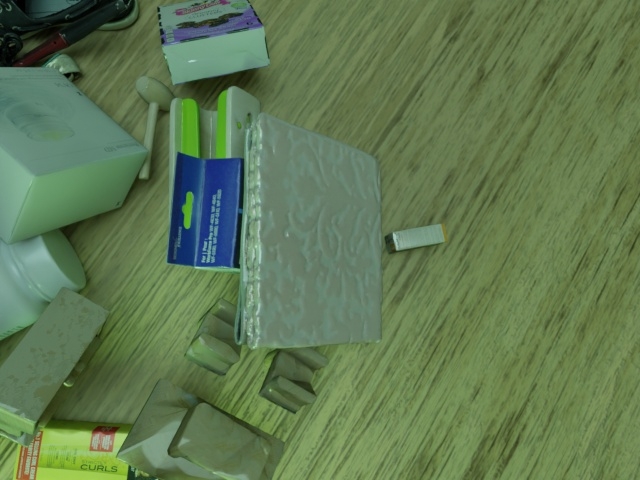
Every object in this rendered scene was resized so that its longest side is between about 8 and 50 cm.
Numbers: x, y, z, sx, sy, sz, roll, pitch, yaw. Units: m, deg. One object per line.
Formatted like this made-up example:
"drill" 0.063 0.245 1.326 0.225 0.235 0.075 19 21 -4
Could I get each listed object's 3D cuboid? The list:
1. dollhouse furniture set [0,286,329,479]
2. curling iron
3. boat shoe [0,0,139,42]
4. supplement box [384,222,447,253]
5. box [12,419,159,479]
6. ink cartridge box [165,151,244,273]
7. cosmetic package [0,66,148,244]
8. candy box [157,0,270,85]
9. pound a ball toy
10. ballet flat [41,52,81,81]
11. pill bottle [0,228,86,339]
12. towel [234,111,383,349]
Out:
"dollhouse furniture set" -0.254 0.272 0.735 0.394 0.256 0.362 33 54 -13
"curling iron" -0.456 -0.356 0.861 0.273 0.068 0.035 -15 59 9
"boat shoe" -0.505 -0.429 0.871 0.339 0.113 0.127 -1 83 -7
"supplement box" 0.174 -0.003 0.917 0.098 0.062 0.036 -10 84 -9
"box" -0.358 0.343 0.807 0.232 0.058 0.087 7 82 -5
"ink cartridge box" -0.078 -0.024 0.787 0.332 0.065 0.166 11 79 -48
"cosmetic package" -0.436 -0.142 0.760 0.224 0.224 0.138 42 118 3
"candy box" -0.190 -0.357 0.867 0.164 0.070 0.196 -15 44 -8
"pound a ball toy" -0.204 -0.128 0.873 0.208 0.135 0.319 -3 84 23
"ballet flat" -0.497 -0.262 0.880 0.052 0.057 0.168 45 80 -9
"pill bottle" -0.532 0.084 0.772 0.283 0.160 0.160 -28 86 -10
"towel" 0.000 0.000 0.790 0.317 0.053 0.332 9 80 -49
